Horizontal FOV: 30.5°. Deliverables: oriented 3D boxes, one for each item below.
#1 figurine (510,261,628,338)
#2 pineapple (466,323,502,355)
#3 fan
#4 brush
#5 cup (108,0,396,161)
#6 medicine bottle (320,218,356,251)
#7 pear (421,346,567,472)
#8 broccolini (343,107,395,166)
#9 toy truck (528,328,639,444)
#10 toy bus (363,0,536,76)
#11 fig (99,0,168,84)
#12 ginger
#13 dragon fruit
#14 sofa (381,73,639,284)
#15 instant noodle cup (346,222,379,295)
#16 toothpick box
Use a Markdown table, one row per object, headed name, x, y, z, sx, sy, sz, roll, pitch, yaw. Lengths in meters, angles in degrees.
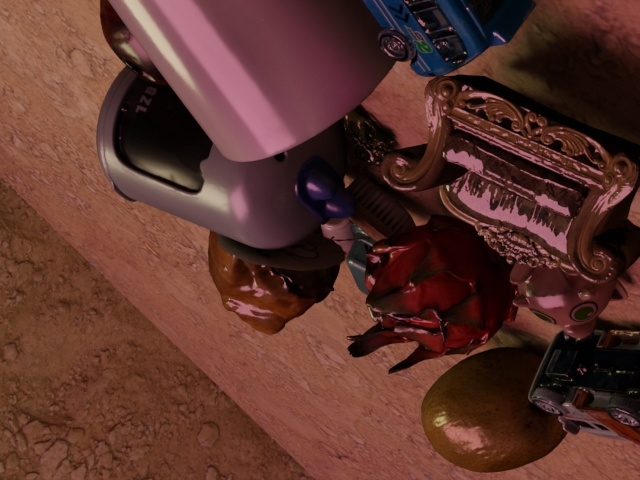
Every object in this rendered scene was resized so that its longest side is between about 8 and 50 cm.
| name | x | y | z | sx | sy | sz | roll | pitch | yaw |
| --- | --- | --- | --- | --- | --- | --- | --- | --- | --- |
| figurine | 0.305 | 0.055 | 1.460 | 0.125 | 0.125 | 0.138 | 21 | 167 | 41 |
| pineapple | 0.234 | 0.119 | 1.817 | 0.116 | 0.069 | 0.137 | 17 | 150 | 48 |
| fan | 0.000 | -0.001 | 1.714 | 0.190 | 0.329 | 0.009 | 33 | 120 | 50 |
| brush | 0.024 | -0.090 | 1.759 | 0.327 | 0.065 | 0.070 | 40 | 171 | 28 |
| cup | -0.099 | -0.282 | 1.232 | 0.253 | 0.253 | 0.371 | 9 | 144 | 55 |
| medicine bottle | 0.029 | -0.024 | 1.882 | 0.057 | 0.057 | 0.089 | 30 | 159 | 24 |
| pear | 0.283 | 0.264 | 1.844 | 0.211 | 0.228 | 0.188 | -34 | 70 | 47 |
| broccolini | 0.023 | -0.183 | 1.544 | 0.071 | 0.057 | 0.254 | -25 | 129 | 21 |
| toy truck | 0.431 | 0.200 | 1.550 | 0.162 | 0.136 | 0.305 | 37 | 161 | -24 |
| toy bus | 0.090 | -0.278 | 1.111 | 0.134 | 0.113 | 0.246 | 1 | 137 | 52 |
| fig | -0.207 | -0.298 | 1.513 | 0.249 | 0.186 | 0.203 | 26 | 172 | 48 |
| ginger | -0.097 | 0.014 | 1.962 | 0.223 | 0.200 | 0.269 | -28 | 122 | 37 |
| dragon fruit | 0.153 | 0.068 | 1.587 | 0.193 | 0.274 | 0.192 | -24 | 88 | 62 |
| sofa | 0.204 | -0.046 | 1.188 | 0.258 | 0.182 | 0.200 | 27 | -165 | 17 |
| instant noodle cup | 0.112 | 0.054 | 1.869 | 0.157 | 0.070 | 0.179 | 28 | 164 | 23 |
| toothpick box | -0.112 | -0.119 | 1.665 | 0.354 | 0.263 | 0.263 | 22 | 155 | 34 |
